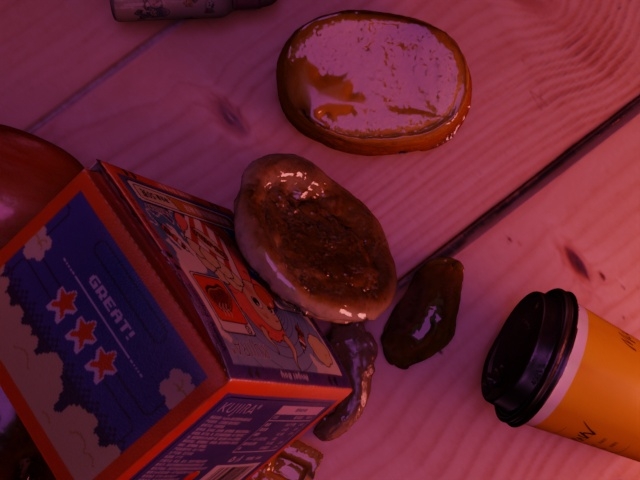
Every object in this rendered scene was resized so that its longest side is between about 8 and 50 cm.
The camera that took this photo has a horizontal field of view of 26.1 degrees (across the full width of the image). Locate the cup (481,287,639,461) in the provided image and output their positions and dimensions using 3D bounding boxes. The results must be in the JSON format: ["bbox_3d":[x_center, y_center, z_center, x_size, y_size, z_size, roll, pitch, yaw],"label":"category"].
[{"bbox_3d":[0.367,0.191,1.836,0.279,0.196,0.196,24,86,-8],"label":"cup"}]

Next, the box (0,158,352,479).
[{"bbox_3d":[-0.189,0.123,1.666,0.257,0.348,0.318,-40,68,14],"label":"box"}]

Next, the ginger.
[{"bbox_3d":[0.037,0.191,1.885,0.069,0.051,0.173,10,84,2],"label":"ginger"}]

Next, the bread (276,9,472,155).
[{"bbox_3d":[0.073,-0.213,1.866,0.269,0.142,0.195,5,88,0],"label":"bread"}]

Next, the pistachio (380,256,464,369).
[{"bbox_3d":[0.149,0.101,1.895,0.089,0.049,0.173,30,86,-1],"label":"pistachio"}]

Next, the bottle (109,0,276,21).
[{"bbox_3d":[-0.169,-0.356,1.883,0.233,0.110,0.110,-2,86,-2],"label":"bottle"}]

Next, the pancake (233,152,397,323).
[{"bbox_3d":[-0.001,0.000,1.801,0.282,0.282,0.049,47,123,1],"label":"pancake"}]

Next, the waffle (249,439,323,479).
[{"bbox_3d":[-0.145,0.350,1.852,0.221,0.055,0.248,26,81,4],"label":"waffle"}]

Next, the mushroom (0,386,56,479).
[{"bbox_3d":[-0.397,0.244,1.802,0.267,0.267,0.254,-17,53,-3],"label":"mushroom"}]

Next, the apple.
[{"bbox_3d":[-0.406,-0.033,1.788,0.241,0.242,0.242,12,86,-5],"label":"apple"}]
